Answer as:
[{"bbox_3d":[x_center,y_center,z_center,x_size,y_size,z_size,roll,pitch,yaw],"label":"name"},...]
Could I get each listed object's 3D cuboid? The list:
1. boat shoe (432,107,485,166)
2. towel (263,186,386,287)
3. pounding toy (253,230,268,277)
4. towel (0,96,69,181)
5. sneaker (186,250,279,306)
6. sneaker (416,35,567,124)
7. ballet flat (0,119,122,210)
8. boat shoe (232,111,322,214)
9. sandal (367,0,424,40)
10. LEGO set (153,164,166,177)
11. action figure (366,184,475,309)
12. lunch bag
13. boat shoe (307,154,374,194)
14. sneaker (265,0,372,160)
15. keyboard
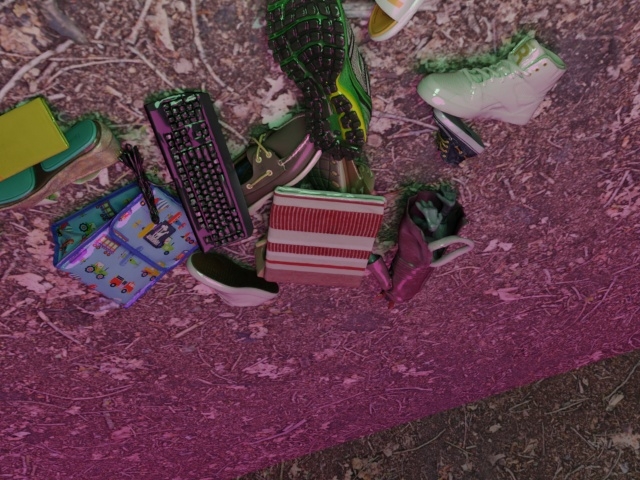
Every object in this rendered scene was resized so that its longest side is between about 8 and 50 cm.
[{"bbox_3d":[0.275,-0.216,1.256,0.083,0.065,0.183,-36,139,27],"label":"boat shoe"},{"bbox_3d":[0.000,0.000,1.304,0.237,0.037,0.329,4,143,-6],"label":"towel"},{"bbox_3d":[-0.083,-0.002,1.420,0.181,0.094,0.206,13,135,-29],"label":"pounding toy"},{"bbox_3d":[-0.579,-0.169,1.074,0.237,0.021,0.102,-22,107,13],"label":"towel"},{"bbox_3d":[-0.247,0.121,1.526,0.123,0.106,0.290,-36,139,26],"label":"sneaker"},{"bbox_3d":[0.331,-0.319,1.113,0.292,0.108,0.169,-2,142,-30],"label":"sneaker"},{"bbox_3d":[-0.518,-0.123,1.132,0.316,0.107,0.106,-21,156,14],"label":"ballet flat"},{"bbox_3d":[-0.114,-0.157,1.189,0.097,0.116,0.324,19,140,-39],"label":"boat shoe"},{"bbox_3d":[0.144,-0.437,0.906,0.076,0.102,0.265,21,124,-35],"label":"sandal"},{"bbox_3d":[-0.308,-0.140,1.228,0.083,0.023,0.054,-14,144,3],"label":"LEGO set"},{"bbox_3d":[0.246,0.053,1.459,0.248,0.275,0.370,2,128,-28],"label":"action figure"},{"bbox_3d":[-0.405,-0.014,1.312,0.293,0.138,0.221,-34,139,8],"label":"lunch bag"},{"bbox_3d":[0.053,-0.128,1.289,0.116,0.123,0.324,-38,150,-17],"label":"boat shoe"},{"bbox_3d":[0.007,-0.314,1.015,0.134,0.146,0.343,1,134,21],"label":"sneaker"},{"bbox_3d":[-0.264,-0.116,1.135,0.201,0.033,0.317,-18,115,-4],"label":"keyboard"}]
